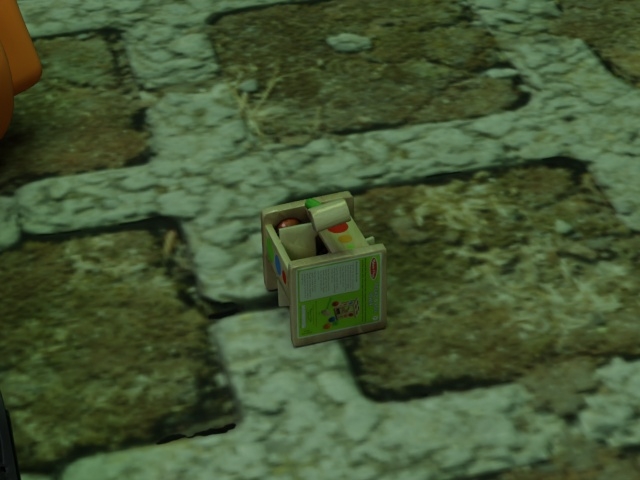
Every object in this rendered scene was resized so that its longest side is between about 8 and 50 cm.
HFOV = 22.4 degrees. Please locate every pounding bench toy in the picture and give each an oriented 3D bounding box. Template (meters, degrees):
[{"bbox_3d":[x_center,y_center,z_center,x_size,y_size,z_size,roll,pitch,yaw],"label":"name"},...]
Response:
[{"bbox_3d":[0.000,0.000,0.851,0.052,0.083,0.065,-12,37,-14],"label":"pounding bench toy"}]

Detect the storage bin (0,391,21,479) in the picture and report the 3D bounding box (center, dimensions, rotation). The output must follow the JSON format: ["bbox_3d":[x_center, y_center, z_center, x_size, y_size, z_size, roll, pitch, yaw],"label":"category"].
[{"bbox_3d":[-0.199,0.068,0.727,0.084,0.122,0.180,-17,38,-21],"label":"storage bin"}]

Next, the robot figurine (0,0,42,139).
[{"bbox_3d":[-0.271,-0.084,0.947,0.158,0.128,0.219,37,47,22],"label":"robot figurine"}]
